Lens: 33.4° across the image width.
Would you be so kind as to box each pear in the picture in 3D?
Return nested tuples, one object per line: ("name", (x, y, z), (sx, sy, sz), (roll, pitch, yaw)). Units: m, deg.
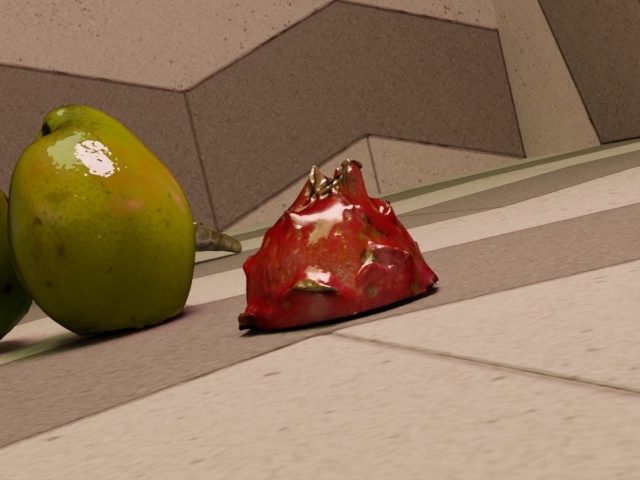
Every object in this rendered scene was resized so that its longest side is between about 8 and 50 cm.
("pear", (-0.212, -0.021, 1.005), (0.187, 0.219, 0.187), (-17, 5, 2))

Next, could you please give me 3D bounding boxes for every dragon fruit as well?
("dragon fruit", (0.000, 0.000, 0.790), (0.153, 0.111, 0.153), (-15, 0, 0))

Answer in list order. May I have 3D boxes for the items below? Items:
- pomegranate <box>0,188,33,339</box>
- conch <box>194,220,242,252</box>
("pomegranate", (-0.408, 0.036, 1.070), (0.263, 0.211, 0.211), (-35, 8, -12))
("conch", (-0.328, 0.002, 1.713), (0.386, 0.169, 0.203), (23, 9, -31))
